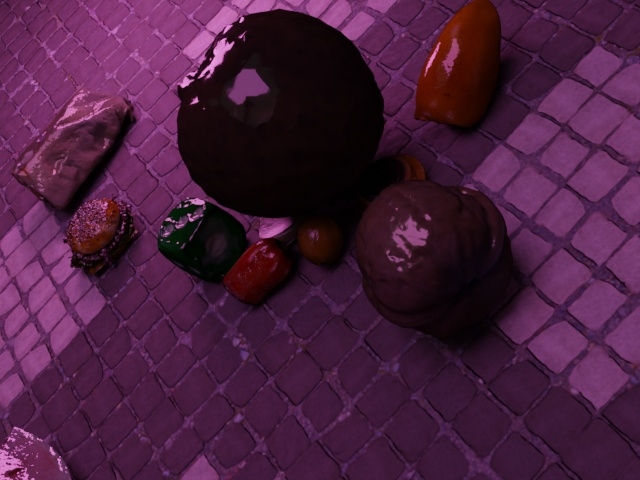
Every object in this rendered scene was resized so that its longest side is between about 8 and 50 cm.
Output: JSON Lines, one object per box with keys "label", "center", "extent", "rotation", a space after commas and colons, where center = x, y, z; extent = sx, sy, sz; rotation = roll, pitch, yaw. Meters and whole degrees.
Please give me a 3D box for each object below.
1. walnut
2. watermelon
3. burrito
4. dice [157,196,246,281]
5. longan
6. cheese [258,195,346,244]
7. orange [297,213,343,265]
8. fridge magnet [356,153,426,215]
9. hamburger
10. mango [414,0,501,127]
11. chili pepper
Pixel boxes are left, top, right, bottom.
{"label": "walnut", "center": [0.171, 0.021, 1.587], "extent": [0.248, 0.248, 0.248], "rotation": [-20, 49, 25]}
{"label": "watermelon", "center": [-0.571, 0.505, 1.872], "extent": [0.256, 0.176, 0.260], "rotation": [16, 93, 52]}
{"label": "burrito", "center": [-0.601, -0.243, 2.466], "extent": [0.190, 0.135, 0.332], "rotation": [14, 65, 50]}
{"label": "dice", "center": [-0.235, -0.002, 2.003], "extent": [0.120, 0.131, 0.128], "rotation": [14, 70, 45]}
{"label": "longan", "center": [-0.076, -0.228, 1.840], "extent": [0.391, 0.391, 0.391], "rotation": [-20, 49, 25]}
{"label": "cheese", "center": [-0.034, -0.044, 1.946], "extent": [0.192, 0.037, 0.097], "rotation": [-21, 49, 24]}
{"label": "orange", "center": [0.000, 0.000, 1.855], "extent": [0.085, 0.085, 0.095], "rotation": [-14, 74, 30]}
{"label": "fridge magnet", "center": [0.125, -0.097, 1.843], "extent": [0.143, 0.063, 0.143], "rotation": [-18, 53, 26]}
{"label": "hamburger", "center": [-0.495, -0.017, 2.242], "extent": [0.164, 0.093, 0.189], "rotation": [27, 79, 45]}
{"label": "mango", "center": [0.261, -0.320, 1.849], "extent": [0.126, 0.154, 0.252], "rotation": [20, 86, 37]}
{"label": "chili pepper", "center": [-0.094, 0.036, 1.899], "extent": [0.192, 0.086, 0.084], "rotation": [-47, 14, 13]}
